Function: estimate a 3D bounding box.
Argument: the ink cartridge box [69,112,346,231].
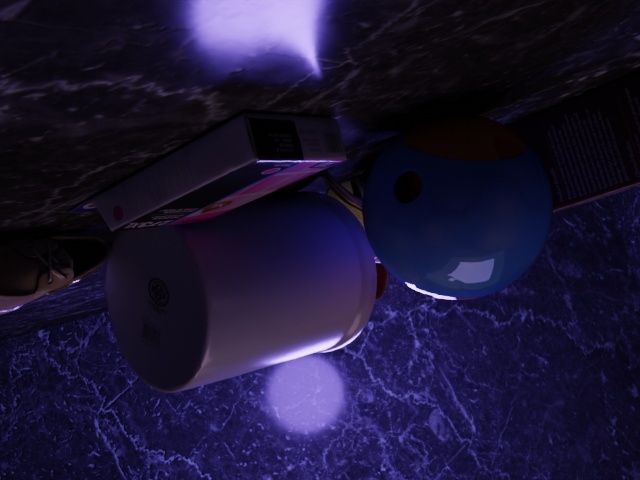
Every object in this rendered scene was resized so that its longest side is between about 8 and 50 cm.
[{"bbox_3d":[-0.160,-0.075,0.899,0.370,0.069,0.175,-17,176,38],"label":"ink cartridge box"}]

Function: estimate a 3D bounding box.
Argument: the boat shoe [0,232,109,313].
[{"bbox_3d":[-0.431,0.036,1.024,0.098,0.109,0.302,-23,180,12],"label":"boat shoe"}]

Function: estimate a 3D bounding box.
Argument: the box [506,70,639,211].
[{"bbox_3d":[0.537,-0.181,1.232,0.381,0.191,0.143,-20,174,40],"label":"box"}]

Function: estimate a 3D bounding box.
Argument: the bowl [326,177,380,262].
[{"bbox_3d":[0.159,-0.035,1.475,0.289,0.156,0.289,-2,170,0],"label":"bowl"}]

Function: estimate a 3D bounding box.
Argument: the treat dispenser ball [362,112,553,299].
[{"bbox_3d":[0.209,-0.051,1.036,0.288,0.288,0.288,-16,175,-1],"label":"treat dispenser ball"}]

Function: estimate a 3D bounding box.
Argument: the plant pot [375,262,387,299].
[{"bbox_3d":[0.015,0.043,1.842,0.265,0.273,0.272,-9,179,23],"label":"plant pot"}]

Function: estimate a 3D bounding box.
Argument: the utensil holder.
[{"bbox_3d":[-0.142,0.078,1.218,0.327,0.328,0.385,-20,171,43],"label":"utensil holder"}]

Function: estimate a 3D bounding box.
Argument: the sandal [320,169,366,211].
[{"bbox_3d":[0.077,-0.080,1.228,0.049,0.180,0.072,-57,-169,-1],"label":"sandal"}]

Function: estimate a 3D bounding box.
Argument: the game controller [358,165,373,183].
[{"bbox_3d":[0.231,-0.086,1.266,0.319,0.067,0.166,12,179,-8],"label":"game controller"}]

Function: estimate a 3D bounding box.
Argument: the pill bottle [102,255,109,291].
[{"bbox_3d":[-0.334,0.069,1.427,0.153,0.153,0.264,-18,176,18],"label":"pill bottle"}]
